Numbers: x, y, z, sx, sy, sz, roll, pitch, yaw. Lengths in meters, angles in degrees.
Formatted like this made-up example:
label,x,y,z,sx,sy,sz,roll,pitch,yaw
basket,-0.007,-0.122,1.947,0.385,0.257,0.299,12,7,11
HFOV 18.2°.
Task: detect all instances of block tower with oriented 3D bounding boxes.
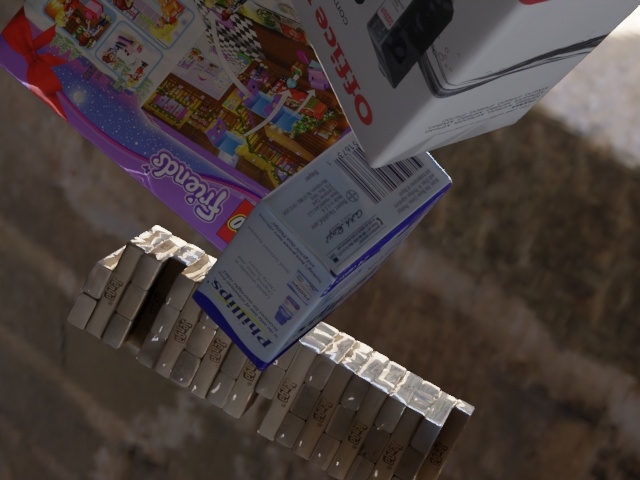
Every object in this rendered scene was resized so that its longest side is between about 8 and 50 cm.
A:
label,x,y,z,sx,sy,sz,roll,pitch,yaw
block tower,-0.041,0.105,1.679,0.335,0.091,0.097,29,15,6

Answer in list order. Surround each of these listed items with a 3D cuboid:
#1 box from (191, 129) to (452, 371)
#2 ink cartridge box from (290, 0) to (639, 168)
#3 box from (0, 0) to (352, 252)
label,x,y,z,sx,sy,sz,roll,pitch,yaw
box,0.000,0.000,1.293,0.072,0.137,0.126,47,54,6
ink cartridge box,0.078,-0.187,1.069,0.114,0.273,0.197,-19,77,-26
box,-0.102,-0.140,1.648,0.293,0.201,0.057,40,7,1
